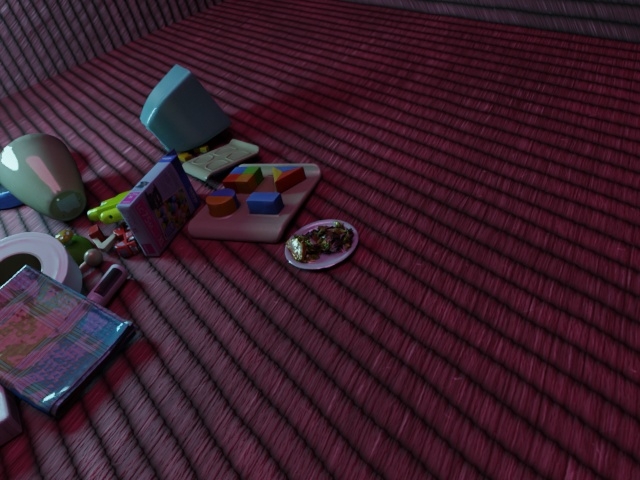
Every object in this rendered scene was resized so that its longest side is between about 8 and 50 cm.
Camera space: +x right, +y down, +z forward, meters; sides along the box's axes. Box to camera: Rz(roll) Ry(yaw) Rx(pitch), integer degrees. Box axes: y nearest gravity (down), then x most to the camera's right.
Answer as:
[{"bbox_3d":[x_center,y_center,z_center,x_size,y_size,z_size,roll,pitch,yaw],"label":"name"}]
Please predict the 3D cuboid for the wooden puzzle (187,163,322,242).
[{"bbox_3d":[-0.199,-0.139,1.665,0.321,0.081,0.348,4,42,24],"label":"wooden puzzle"}]

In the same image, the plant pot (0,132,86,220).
[{"bbox_3d":[-0.934,-0.194,1.906,0.256,0.257,0.274,-36,57,-23],"label":"plant pot"}]

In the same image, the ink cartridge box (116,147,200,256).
[{"bbox_3d":[-0.465,-0.123,1.658,0.065,0.186,0.311,-2,40,23],"label":"ink cartridge box"}]

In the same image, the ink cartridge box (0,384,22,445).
[{"bbox_3d":[-0.839,0.399,1.250,0.261,0.066,0.296,-31,39,-19],"label":"ink cartridge box"}]

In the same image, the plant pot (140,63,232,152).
[{"bbox_3d":[-0.529,-0.472,2.066,0.252,0.247,0.248,-42,34,-5],"label":"plant pot"}]

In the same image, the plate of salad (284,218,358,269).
[{"bbox_3d":[0.000,0.000,1.443,0.199,0.048,0.200,-11,37,8],"label":"plate of salad"}]

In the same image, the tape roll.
[{"bbox_3d":[-0.804,0.119,1.490,0.286,0.100,0.286,-1,54,1],"label":"tape roll"}]

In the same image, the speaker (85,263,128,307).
[{"bbox_3d":[-0.583,0.130,1.497,0.055,0.055,0.136,2,41,22],"label":"speaker"}]

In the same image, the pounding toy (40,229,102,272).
[{"bbox_3d":[-0.781,0.030,1.651,0.183,0.110,0.236,-38,42,-25],"label":"pounding toy"}]

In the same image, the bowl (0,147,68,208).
[{"bbox_3d":[-1.180,-0.259,2.189,0.390,0.077,0.391,-10,38,8],"label":"bowl"}]

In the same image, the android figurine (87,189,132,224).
[{"bbox_3d":[-0.600,-0.126,1.767,0.272,0.056,0.248,-15,20,12],"label":"android figurine"}]

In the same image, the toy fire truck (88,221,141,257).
[{"bbox_3d":[-0.632,-0.001,1.684,0.135,0.047,0.192,-25,39,-10],"label":"toy fire truck"}]

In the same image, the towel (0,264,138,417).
[{"bbox_3d":[-0.670,0.226,1.317,0.370,0.040,0.271,25,54,16],"label":"towel"}]

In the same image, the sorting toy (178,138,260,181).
[{"bbox_3d":[-0.376,-0.292,1.963,0.229,0.041,0.307,-33,34,-24],"label":"sorting toy"}]
